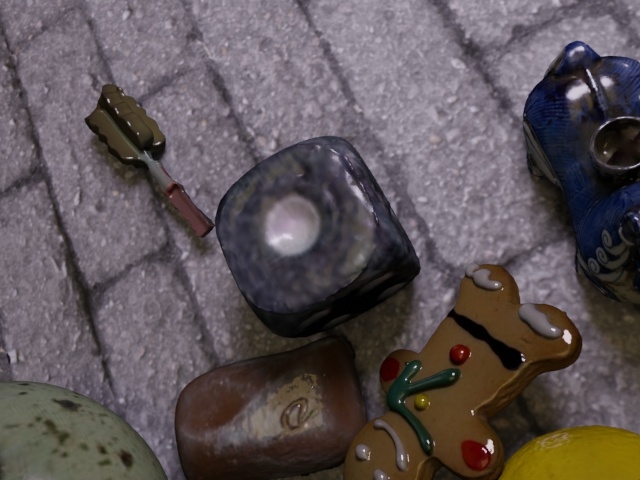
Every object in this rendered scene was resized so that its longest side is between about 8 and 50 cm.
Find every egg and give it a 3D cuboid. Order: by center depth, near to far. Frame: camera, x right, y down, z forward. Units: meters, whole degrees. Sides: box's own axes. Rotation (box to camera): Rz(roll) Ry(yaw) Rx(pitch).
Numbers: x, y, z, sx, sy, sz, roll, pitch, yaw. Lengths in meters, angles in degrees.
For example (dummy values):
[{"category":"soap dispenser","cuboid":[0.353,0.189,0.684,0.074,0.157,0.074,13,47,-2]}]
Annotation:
[{"category":"egg","cuboid":[-0.334,0.317,0.655,0.379,0.287,0.287,32,89,19]}]

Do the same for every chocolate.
[{"category":"chocolate","cuboid":[-0.075,0.218,0.702,0.261,0.083,0.161,-21,70,14]}]

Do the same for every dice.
[{"category":"dice","cuboid":[0.000,0.000,0.673,0.182,0.183,0.181,-29,72,11]}]

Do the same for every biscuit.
[{"category":"biscuit","cuboid":[0.131,0.164,0.611,0.301,0.049,0.197,-50,28,2]}]

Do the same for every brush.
[{"category":"brush","cuboid":[-0.246,-0.114,0.845,0.301,0.071,0.084,46,106,21]}]

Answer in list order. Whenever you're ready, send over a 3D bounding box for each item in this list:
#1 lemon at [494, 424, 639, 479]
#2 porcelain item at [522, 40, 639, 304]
[{"category":"lemon","cuboid":[0.257,0.287,0.504,0.241,0.219,0.240,-6,73,20]},{"category":"porcelain item","cuboid":[0.301,-0.070,0.588,0.138,0.186,0.288,-17,72,16]}]
